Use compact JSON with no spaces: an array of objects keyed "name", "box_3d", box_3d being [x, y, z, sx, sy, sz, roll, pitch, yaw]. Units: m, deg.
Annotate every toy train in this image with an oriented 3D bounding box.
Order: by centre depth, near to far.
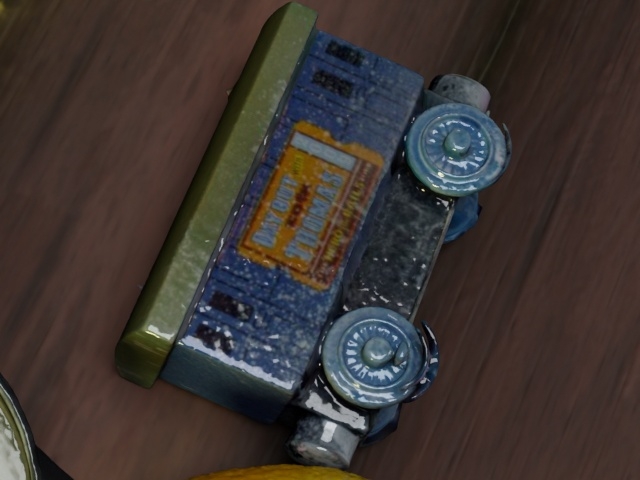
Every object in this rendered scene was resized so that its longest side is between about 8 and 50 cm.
[{"name":"toy train","box_3d":[0.000,0.000,1.340,0.202,0.131,0.299,23,66,-1]}]

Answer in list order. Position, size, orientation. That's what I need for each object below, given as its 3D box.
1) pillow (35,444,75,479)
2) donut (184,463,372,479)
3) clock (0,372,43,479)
[{"name":"pillow","box_3d":[-0.261,0.184,1.229,0.141,0.055,0.208,44,68,3]},{"name":"donut","box_3d":[-0.024,0.236,1.210,0.254,0.253,0.118,-10,120,-20]},{"name":"clock","box_3d":[-0.299,0.162,1.167,0.281,0.055,0.280,4,69,-11]}]
